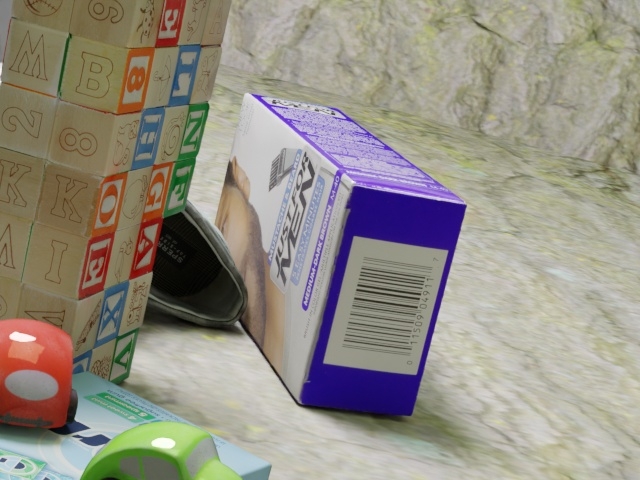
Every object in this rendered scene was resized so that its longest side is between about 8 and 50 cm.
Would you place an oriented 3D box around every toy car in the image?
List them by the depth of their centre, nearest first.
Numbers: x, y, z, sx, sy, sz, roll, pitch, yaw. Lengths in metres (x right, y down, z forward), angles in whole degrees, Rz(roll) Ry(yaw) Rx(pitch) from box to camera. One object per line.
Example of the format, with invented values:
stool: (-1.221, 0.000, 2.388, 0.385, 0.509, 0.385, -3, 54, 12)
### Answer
toy car: (-0.134, 0.105, 0.838, 0.225, 0.053, 0.239, 18, 14, 14)

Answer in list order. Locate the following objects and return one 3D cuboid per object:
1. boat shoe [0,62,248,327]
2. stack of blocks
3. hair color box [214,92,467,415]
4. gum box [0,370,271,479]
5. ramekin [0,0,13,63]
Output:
boat shoe: (-0.169, -0.033, 1.251, 0.335, 0.121, 0.119, 34, 2, -44)
stack of blocks: (-0.159, -0.043, 1.078, 0.087, 0.297, 0.171, 16, 12, 14)
hair color box: (0.000, 0.000, 1.333, 0.110, 0.185, 0.339, 9, 13, -18)
gum box: (-0.145, 0.135, 0.911, 0.157, 0.041, 0.184, 23, 16, 29)
ramekin: (-0.303, -0.120, 1.323, 0.135, 0.277, 0.277, 12, 10, 27)
